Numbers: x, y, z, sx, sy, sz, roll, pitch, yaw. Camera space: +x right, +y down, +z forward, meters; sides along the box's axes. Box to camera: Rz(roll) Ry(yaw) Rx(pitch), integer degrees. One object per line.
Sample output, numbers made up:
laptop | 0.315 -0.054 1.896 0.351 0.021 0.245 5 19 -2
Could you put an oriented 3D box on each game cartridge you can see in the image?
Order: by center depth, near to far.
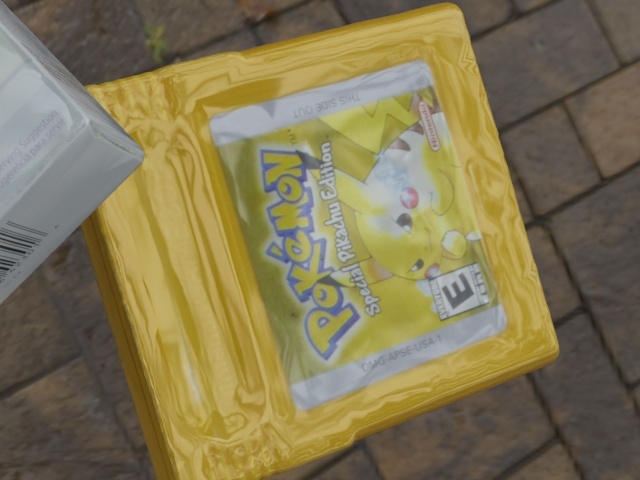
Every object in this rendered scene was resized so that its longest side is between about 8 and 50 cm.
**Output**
game cartridge | 0.000 0.000 1.002 0.323 0.052 0.285 -18 93 -31

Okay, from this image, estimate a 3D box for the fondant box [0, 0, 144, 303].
fondant box | -0.288 -0.079 0.721 0.238 0.096 0.330 -45 78 3
